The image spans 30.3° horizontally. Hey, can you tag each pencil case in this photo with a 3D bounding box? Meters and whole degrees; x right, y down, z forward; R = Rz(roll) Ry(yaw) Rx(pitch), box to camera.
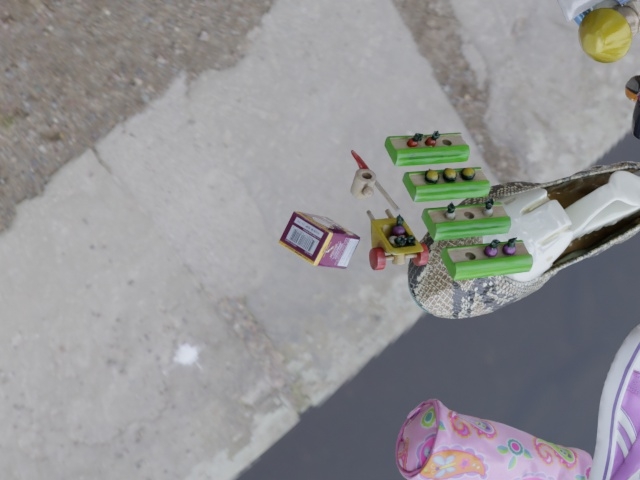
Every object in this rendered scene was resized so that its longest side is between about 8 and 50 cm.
[{"bbox_3d":[0.247,0.310,1.637,0.284,0.124,0.124,20,100,-19],"label":"pencil case"}]

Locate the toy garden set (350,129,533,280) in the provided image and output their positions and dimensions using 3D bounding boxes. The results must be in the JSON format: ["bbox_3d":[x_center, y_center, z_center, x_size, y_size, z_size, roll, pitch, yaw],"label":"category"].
[{"bbox_3d":[0.131,-0.056,1.471,0.203,0.244,0.049,-5,138,-21],"label":"toy garden set"}]

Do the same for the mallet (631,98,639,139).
[{"bbox_3d":[0.409,-0.091,1.449,0.039,0.190,0.062,0,153,6],"label":"mallet"}]

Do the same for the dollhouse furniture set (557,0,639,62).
[{"bbox_3d":[0.217,-0.298,0.822,0.198,0.286,0.303,-33,96,-46],"label":"dollhouse furniture set"}]

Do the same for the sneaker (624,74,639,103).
[{"bbox_3d":[0.516,-0.216,1.668,0.084,0.215,0.083,6,101,-29],"label":"sneaker"}]

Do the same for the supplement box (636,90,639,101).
[{"bbox_3d":[0.481,-0.198,1.441,0.188,0.104,0.081,-37,96,-43],"label":"supplement box"}]

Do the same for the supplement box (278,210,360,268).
[{"bbox_3d":[0.000,0.000,1.333,0.043,0.055,0.083,-63,155,9],"label":"supplement box"}]

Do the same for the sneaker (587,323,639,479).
[{"bbox_3d":[0.419,0.247,1.424,0.102,0.161,0.282,-14,114,-51],"label":"sneaker"}]

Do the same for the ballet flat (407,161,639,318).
[{"bbox_3d":[0.336,-0.029,1.681,0.482,0.182,0.164,-20,83,-36],"label":"ballet flat"}]
